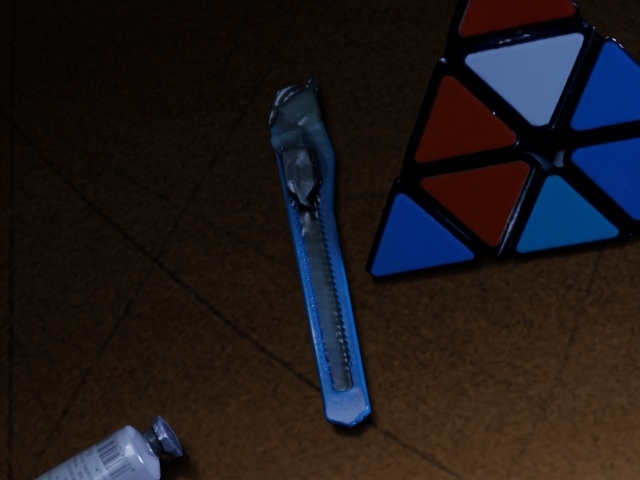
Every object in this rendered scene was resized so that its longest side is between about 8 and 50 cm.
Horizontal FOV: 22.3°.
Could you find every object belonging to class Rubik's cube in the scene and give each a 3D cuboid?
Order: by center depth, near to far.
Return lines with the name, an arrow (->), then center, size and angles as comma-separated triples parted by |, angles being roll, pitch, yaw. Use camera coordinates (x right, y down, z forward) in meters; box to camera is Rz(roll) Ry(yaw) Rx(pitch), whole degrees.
Rubik's cube -> 0.104, -0.107, 1.038 | 0.250, 0.234, 0.284 | -31, 55, -3

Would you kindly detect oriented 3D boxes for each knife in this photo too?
knife -> 0.000, -0.001, 1.130 | 0.044, 0.026, 0.296 | -10, 55, -2

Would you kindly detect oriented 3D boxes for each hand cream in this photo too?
hand cream -> -0.180, 0.179, 1.067 | 0.194, 0.042, 0.067 | -32, 62, 2
